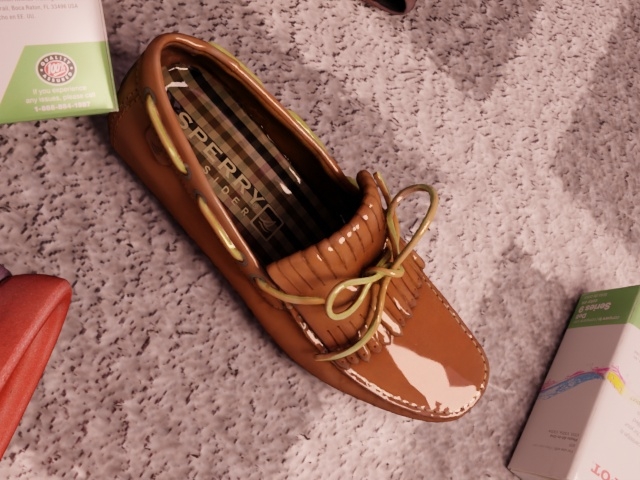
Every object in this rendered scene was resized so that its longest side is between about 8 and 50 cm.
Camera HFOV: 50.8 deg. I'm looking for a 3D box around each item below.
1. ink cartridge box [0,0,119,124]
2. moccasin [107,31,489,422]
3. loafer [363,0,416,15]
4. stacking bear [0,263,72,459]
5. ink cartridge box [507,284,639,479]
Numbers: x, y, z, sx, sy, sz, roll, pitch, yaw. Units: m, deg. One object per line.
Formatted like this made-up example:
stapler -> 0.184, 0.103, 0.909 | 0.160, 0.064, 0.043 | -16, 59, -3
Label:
ink cartridge box -> -0.237, -0.187, 0.442 | 0.160, 0.092, 0.220 | -12, 106, -26
moccasin -> 0.002, -0.002, 0.526 | 0.139, 0.147, 0.380 | -42, 99, -25
loafer -> -0.028, -0.287, 0.591 | 0.302, 0.109, 0.095 | 10, 82, -25
stacking bear -> -0.311, 0.039, 0.375 | 0.289, 0.175, 0.164 | 24, 57, -10
ink cartridge box -> 0.303, 0.175, 0.666 | 0.154, 0.093, 0.212 | 37, 66, -14
